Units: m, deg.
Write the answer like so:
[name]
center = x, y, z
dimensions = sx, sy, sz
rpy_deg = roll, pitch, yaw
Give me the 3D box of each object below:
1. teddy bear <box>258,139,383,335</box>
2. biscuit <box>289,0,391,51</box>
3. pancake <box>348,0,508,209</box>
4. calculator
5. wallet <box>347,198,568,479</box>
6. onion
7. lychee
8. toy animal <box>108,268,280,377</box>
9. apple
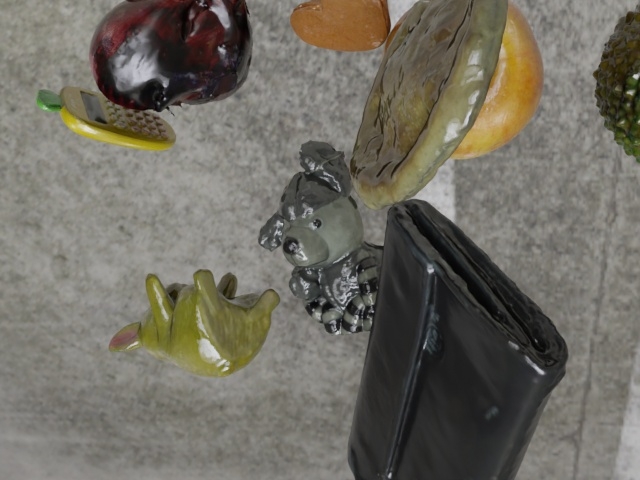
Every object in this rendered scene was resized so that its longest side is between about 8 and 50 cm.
[teddy bear]
center = 0.000, 0.015, 1.234
dimensions = 0.171, 0.144, 0.251
rpy_deg = -32, 101, 41
[biscuit]
center = 0.020, -0.389, 1.551
dimensions = 0.186, 0.036, 0.192
rpy_deg = 11, 142, 26
[pancake]
center = 0.081, -0.130, 0.763
dimensions = 0.042, 0.222, 0.236
rpy_deg = 22, 178, -16
[calculator]
center = -0.343, -0.196, 1.527
dimensions = 0.235, 0.146, 0.032
rpy_deg = 12, 118, -30
[wallet]
center = 0.113, 0.173, 0.955
dimensions = 0.062, 0.228, 0.406
rpy_deg = -20, 139, -26
[onion]
center = -0.238, -0.310, 1.508
dimensions = 0.221, 0.281, 0.281
rpy_deg = 57, 134, 15
[lychee]
center = 0.298, -0.121, 0.759
dimensions = 0.171, 0.171, 0.171
rpy_deg = 9, 135, 9
[toy animal]
center = -0.241, 0.135, 1.666
dimensions = 0.181, 0.180, 0.363
rpy_deg = 10, 176, -40
[apple]
center = 0.227, -0.272, 1.557
dimensions = 0.286, 0.286, 0.233
rpy_deg = 23, 179, -5
